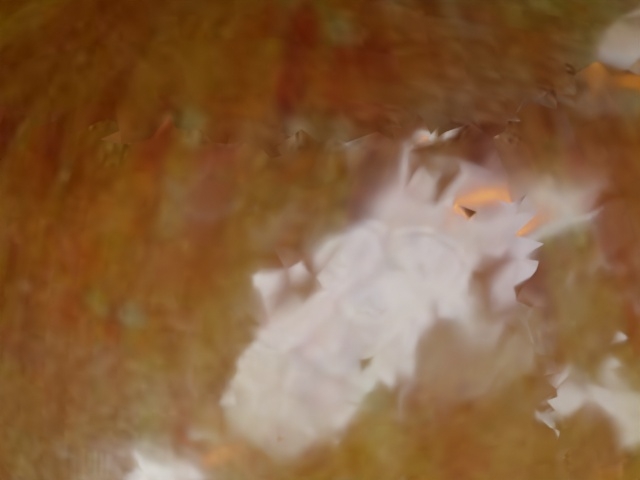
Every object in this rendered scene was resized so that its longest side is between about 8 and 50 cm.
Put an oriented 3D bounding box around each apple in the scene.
[{"bbox_3d":[0.000,0.000,0.608,0.400,0.400,0.333,-3,130,-9],"label":"apple"}]
